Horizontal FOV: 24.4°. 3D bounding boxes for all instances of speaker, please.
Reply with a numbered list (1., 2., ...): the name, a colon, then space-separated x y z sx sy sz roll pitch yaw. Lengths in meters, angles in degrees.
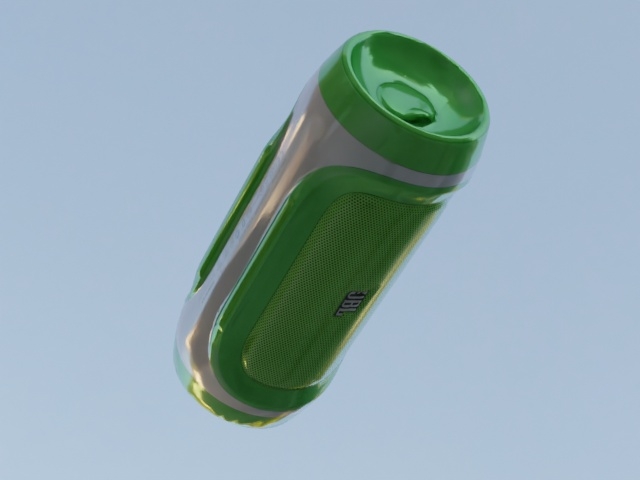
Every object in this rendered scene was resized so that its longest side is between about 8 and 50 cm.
1. speaker: 0.000 0.000 1.026 0.131 0.131 0.296 20 -51 -15
